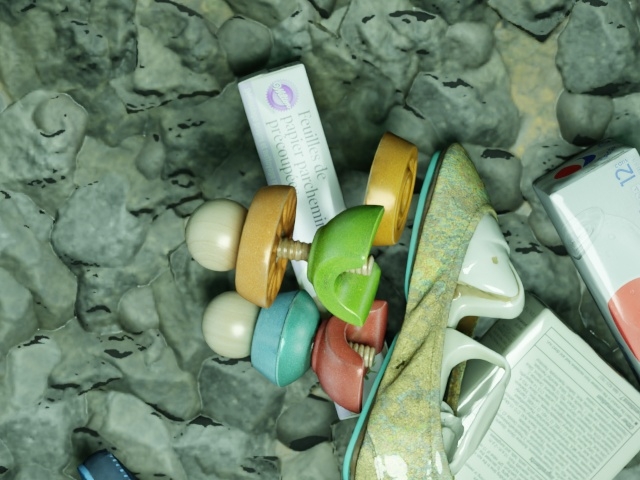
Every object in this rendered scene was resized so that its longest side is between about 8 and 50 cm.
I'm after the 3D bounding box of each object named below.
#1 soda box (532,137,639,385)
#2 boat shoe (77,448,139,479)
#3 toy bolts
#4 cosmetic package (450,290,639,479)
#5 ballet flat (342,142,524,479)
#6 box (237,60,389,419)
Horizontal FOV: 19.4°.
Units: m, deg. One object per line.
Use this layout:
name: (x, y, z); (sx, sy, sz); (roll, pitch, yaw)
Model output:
soda box: (0.304, 0.053, 1.712); (0.091, 0.098, 0.286); (-29, 100, 0)
boat shoe: (-0.124, 0.280, 1.721); (0.089, 0.109, 0.258); (-38, 115, -6)
toy bolts: (-0.020, 0.017, 1.604); (0.158, 0.218, 0.228); (12, 132, 10)
cosmetic package: (0.149, 0.215, 1.715); (0.160, 0.113, 0.309); (43, 93, -8)
ballet flat: (0.118, 0.078, 1.631); (0.123, 0.123, 0.349); (21, 65, -7)
box: (0.000, 0.000, 1.697); (0.063, 0.067, 0.324); (-17, 100, -1)
